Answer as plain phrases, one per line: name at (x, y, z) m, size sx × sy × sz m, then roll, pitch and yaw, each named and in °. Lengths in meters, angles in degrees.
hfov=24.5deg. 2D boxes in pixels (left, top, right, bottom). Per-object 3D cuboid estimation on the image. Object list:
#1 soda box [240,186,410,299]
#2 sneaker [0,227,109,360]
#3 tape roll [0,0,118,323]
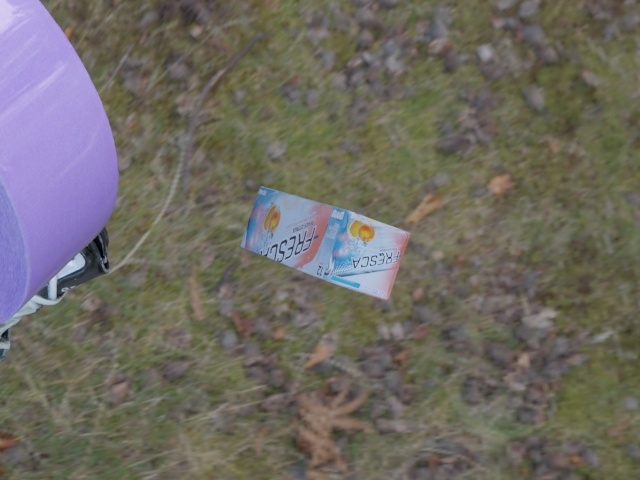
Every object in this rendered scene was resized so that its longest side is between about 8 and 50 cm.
soda box at (0.000, 0.000, 1.205) m, size 0.063 × 0.183 × 0.058 m, roll 19°, pitch 89°, yaw -25°
sneaker at (-0.383, 0.091, 1.745) m, size 0.258 × 0.169 × 0.447 m, roll 3°, pitch 106°, yaw 4°
tape roll at (-0.261, -0.077, 0.919) m, size 0.275 × 0.275 × 0.090 m, roll 46°, pitch 53°, yaw -8°
